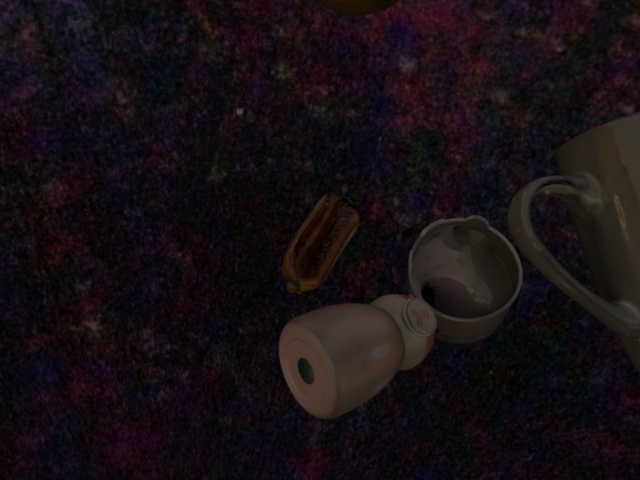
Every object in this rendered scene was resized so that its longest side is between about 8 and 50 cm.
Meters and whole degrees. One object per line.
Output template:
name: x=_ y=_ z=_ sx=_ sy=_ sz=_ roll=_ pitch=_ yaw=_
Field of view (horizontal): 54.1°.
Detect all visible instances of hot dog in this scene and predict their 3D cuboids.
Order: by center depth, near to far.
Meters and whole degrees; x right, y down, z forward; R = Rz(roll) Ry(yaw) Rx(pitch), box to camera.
hot dog: x=0.000 y=0.000 z=0.913 sx=0.072 sy=0.055 sz=0.188 roll=37 pitch=56 yaw=-5

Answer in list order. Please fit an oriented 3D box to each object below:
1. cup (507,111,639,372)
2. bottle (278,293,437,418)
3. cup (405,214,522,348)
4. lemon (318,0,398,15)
cup: x=0.308 y=0.006 z=0.594 sx=0.257 sy=0.186 sz=0.234 roll=-6 pitch=80 yaw=-8
bottle: x=0.071 y=0.152 z=0.922 sx=0.236 sy=0.148 sz=0.148 roll=-16 pitch=54 yaw=-34
cup: x=0.257 y=0.117 z=1.293 sx=0.289 sy=0.258 sz=0.219 roll=-29 pitch=64 yaw=-10
lemon: x=0.053 y=-0.554 z=1.112 sx=0.285 sy=0.286 sz=0.316 roll=-25 pitch=39 yaw=-29
